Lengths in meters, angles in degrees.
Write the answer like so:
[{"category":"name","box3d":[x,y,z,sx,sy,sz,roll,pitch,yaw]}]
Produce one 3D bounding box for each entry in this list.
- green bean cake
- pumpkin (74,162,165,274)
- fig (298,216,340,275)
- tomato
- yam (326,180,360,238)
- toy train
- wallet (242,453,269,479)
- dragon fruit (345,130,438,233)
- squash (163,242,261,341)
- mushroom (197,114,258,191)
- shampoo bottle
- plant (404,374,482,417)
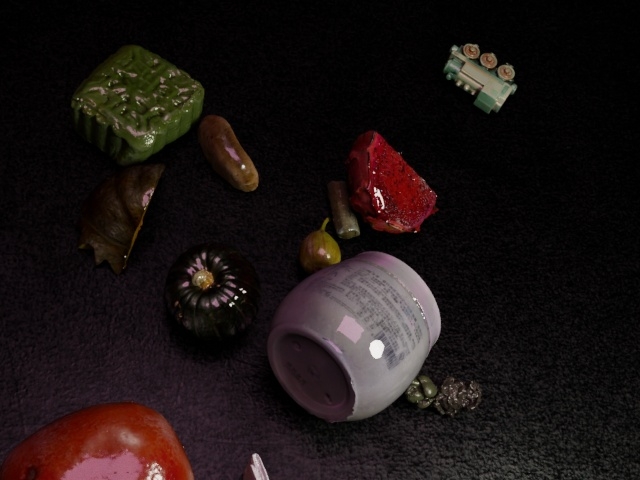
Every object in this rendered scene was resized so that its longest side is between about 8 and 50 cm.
[{"category":"green bean cake","box3d":[-0.396,-0.286,1.720,0.222,0.125,0.248,33,59,7]},{"category":"pumpkin","box3d":[-0.402,-0.082,1.593,0.130,0.149,0.254,22,59,-9]},{"category":"fig","box3d":[-0.009,0.011,1.680,0.093,0.093,0.166,0,33,-13]},{"category":"tomato","box3d":[-0.364,0.408,1.321,0.338,0.144,0.338,5,62,-9]},{"category":"yam","box3d":[0.049,-0.064,1.736,0.054,0.054,0.132,-4,61,-15]},{"category":"toy train","box3d":[0.392,-0.408,1.999,0.194,0.081,0.125,34,63,6]},{"category":"wallet","box3d":[-0.114,0.411,1.384,0.025,0.122,0.061,-12,65,-19]},{"category":"dragon fruit","box3d":[0.135,-0.109,1.722,0.163,0.261,0.189,-52,35,2]},{"category":"squash","box3d":[-0.205,0.096,1.530,0.193,0.156,0.193,-1,38,1]},{"category":"mushroom","box3d":[-0.207,-0.198,1.737,0.072,0.094,0.210,-24,73,-27]},{"category":"shampoo bottle","box3d":[0.062,0.174,1.475,0.273,0.273,0.266,45,50,14]},{"category":"plant","box3d":[0.233,0.297,1.560,0.174,0.087,0.085,10,29,-13]}]
